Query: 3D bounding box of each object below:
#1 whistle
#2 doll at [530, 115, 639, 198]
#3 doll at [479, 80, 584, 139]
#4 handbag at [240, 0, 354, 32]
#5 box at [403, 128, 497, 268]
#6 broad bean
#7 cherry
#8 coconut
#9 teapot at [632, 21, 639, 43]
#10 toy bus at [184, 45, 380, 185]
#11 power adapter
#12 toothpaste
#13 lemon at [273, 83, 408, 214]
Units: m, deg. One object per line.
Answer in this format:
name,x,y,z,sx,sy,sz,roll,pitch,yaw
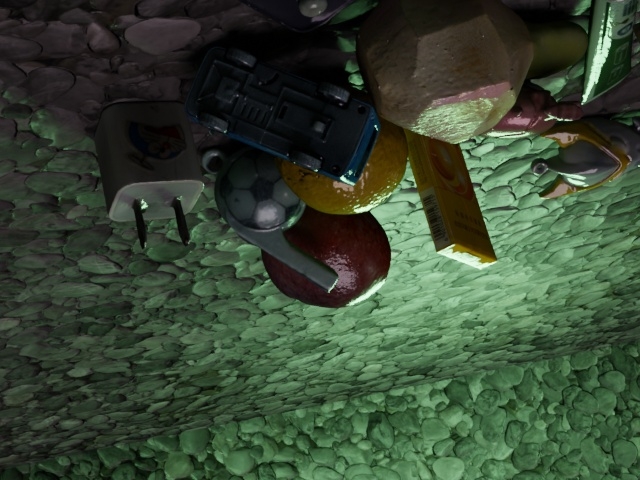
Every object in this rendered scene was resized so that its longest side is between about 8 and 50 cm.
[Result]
whistle,-0.066,-0.057,1.802,0.289,0.163,0.163,33,143,-8
doll,0.531,-0.163,2.050,0.316,0.103,0.145,-16,155,-10
doll,0.285,-0.201,1.725,0.211,0.093,0.262,-2,-172,-31
handbag,0.012,-0.366,1.221,0.325,0.118,0.269,-31,152,32
box,0.195,-0.094,1.777,0.043,0.269,0.152,-26,156,26
broad bean,0.307,-0.275,1.656,0.174,0.082,0.124,0,162,-32
cherry,0.006,0.000,1.994,0.206,0.239,0.239,-44,-179,-40
coconut,0.166,-0.241,1.500,0.236,0.197,0.237,-15,153,-8
teapot,0.511,-0.315,1.526,0.175,0.186,0.267,-26,180,15
toy bus,-0.049,-0.165,1.519,0.246,0.114,0.134,23,179,15
power adapter,-0.242,-0.082,1.625,0.130,0.205,0.125,-6,157,-25
toothpaste,0.434,-0.311,1.682,0.098,0.061,0.392,-33,159,-1
lemon,0.031,-0.133,1.684,0.192,0.192,0.231,-24,155,23
